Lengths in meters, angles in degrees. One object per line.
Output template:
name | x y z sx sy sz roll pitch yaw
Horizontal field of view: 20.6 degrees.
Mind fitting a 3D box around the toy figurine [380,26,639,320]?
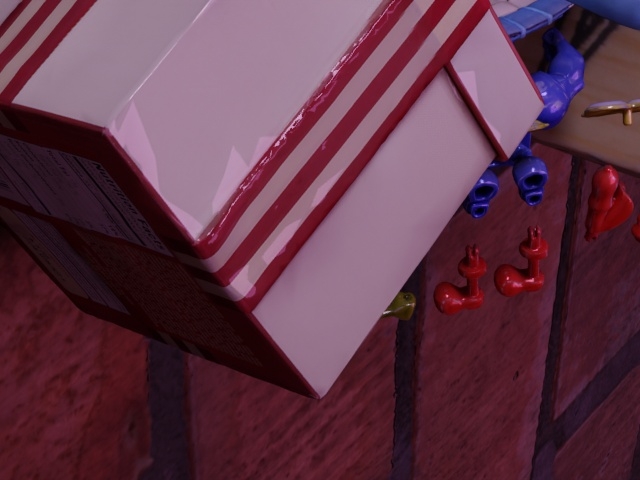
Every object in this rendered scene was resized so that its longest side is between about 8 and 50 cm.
toy figurine | 0.087 -0.082 1.379 0.362 0.217 0.191 -13 138 -4

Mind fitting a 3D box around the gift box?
gift box | -0.067 -0.108 0.971 0.258 0.276 0.255 -52 137 -19

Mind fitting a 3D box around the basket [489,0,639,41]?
basket | 0.165 -0.232 1.231 0.254 0.289 0.201 -33 145 -52

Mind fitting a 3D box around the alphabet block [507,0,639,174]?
alphabet block | 0.251 -0.164 1.527 0.192 0.197 0.193 14 97 -67
